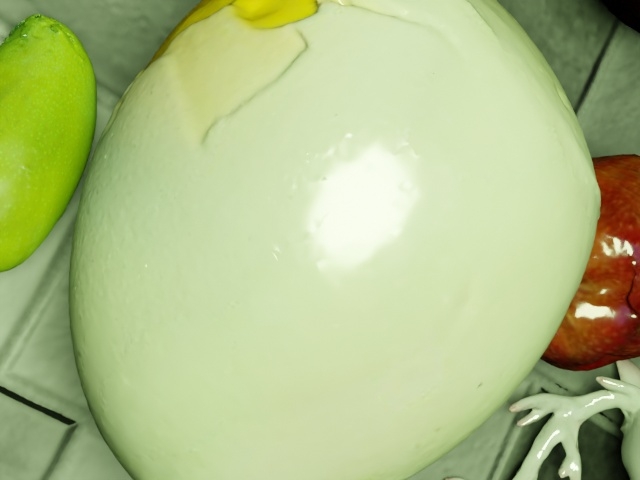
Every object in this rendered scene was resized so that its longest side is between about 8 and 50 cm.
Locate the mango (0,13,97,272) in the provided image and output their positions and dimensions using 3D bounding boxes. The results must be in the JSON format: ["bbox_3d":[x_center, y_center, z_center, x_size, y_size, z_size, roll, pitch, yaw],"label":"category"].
[{"bbox_3d":[-0.184,-0.057,0.614,0.091,0.074,0.165,24,81,-26],"label":"mango"}]

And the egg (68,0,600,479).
[{"bbox_3d":[0.000,0.000,0.607,0.283,0.283,0.345,35,88,-26],"label":"egg"}]

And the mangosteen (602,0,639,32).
[{"bbox_3d":[0.317,-0.265,0.778,0.228,0.265,0.228,47,35,-49],"label":"mangosteen"}]

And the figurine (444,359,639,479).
[{"bbox_3d":[0.281,0.234,0.825,0.284,0.206,0.316,-41,106,-33],"label":"figurine"}]

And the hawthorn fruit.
[{"bbox_3d":[0.200,0.014,0.788,0.173,0.179,0.174,2,104,9],"label":"hawthorn fruit"}]
